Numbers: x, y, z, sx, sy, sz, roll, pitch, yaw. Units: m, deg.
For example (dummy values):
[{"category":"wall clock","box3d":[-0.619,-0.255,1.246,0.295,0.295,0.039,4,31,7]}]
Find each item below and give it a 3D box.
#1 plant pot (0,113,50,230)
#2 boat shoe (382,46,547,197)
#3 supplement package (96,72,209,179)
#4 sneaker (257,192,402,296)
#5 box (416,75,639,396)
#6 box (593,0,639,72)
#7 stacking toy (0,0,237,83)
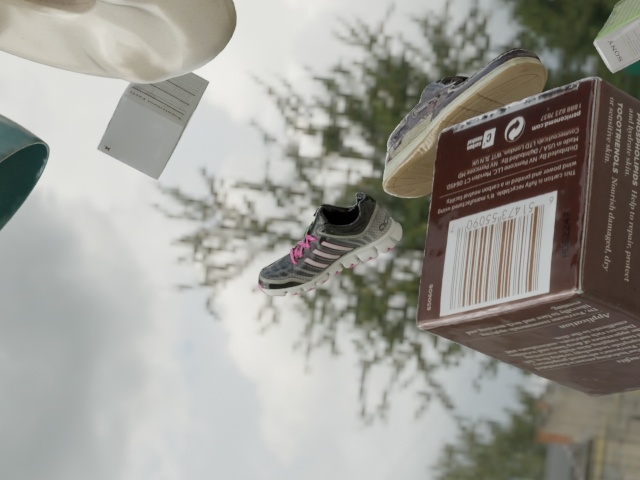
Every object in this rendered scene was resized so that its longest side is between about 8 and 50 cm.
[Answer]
[{"category":"plant pot","box3d":[-0.548,-0.091,2.174,0.290,0.195,0.290,-48,-5,-6]},{"category":"boat shoe","box3d":[0.165,-0.158,1.920,0.285,0.103,0.092,-45,48,45]},{"category":"supplement package","box3d":[-0.249,-0.189,2.347,0.105,0.105,0.179,-59,6,29]},{"category":"sneaker","box3d":[0.000,0.000,1.709,0.075,0.170,0.063,60,-169,-26]},{"category":"box","box3d":[0.206,0.006,1.179,0.203,0.168,0.167,23,-115,-35]},{"category":"box","box3d":[0.527,-0.342,2.065,0.058,0.322,0.232,59,-154,-10]},{"category":"stacking toy","box3d":[-0.186,-0.408,1.347,0.350,0.350,0.480,59,-135,-68]}]
